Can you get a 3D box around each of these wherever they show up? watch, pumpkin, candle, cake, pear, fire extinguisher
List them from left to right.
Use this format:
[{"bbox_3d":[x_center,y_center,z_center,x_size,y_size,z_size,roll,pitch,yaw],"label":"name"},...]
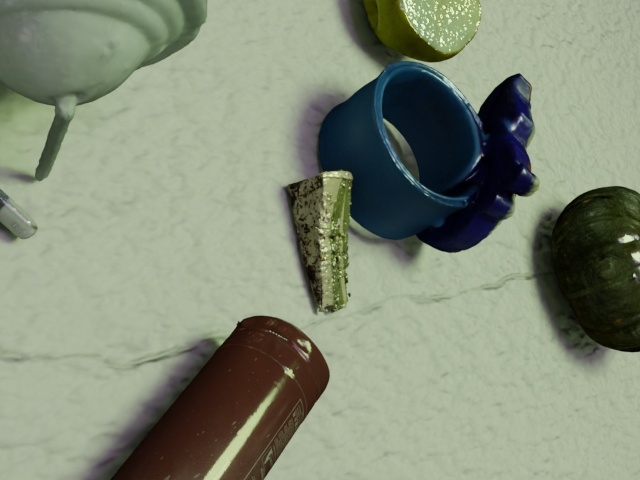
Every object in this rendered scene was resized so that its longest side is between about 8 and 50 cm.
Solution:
[{"bbox_3d":[-0.188,-0.238,0.670,0.221,0.221,0.342,5,72,-47],"label":"candle"},{"bbox_3d":[-0.093,0.169,0.704,0.104,0.105,0.269,56,44,-16],"label":"fire extinguisher"},{"bbox_3d":[0.000,0.000,0.931,0.051,0.055,0.140,-3,95,-49],"label":"cake"},{"bbox_3d":[0.110,-0.273,1.100,0.141,0.104,0.141,-1,93,-30],"label":"pear"},{"bbox_3d":[0.109,-0.097,1.000,0.200,0.171,0.196,28,43,-25],"label":"watch"},{"bbox_3d":[0.400,0.035,1.253,0.224,0.157,0.223,34,41,-36],"label":"pumpkin"}]

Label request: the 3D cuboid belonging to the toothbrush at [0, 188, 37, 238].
[{"bbox_3d":[-0.302,-0.101,0.642,0.288,0.024,0.026,47,32,-24],"label":"toothbrush"}]
